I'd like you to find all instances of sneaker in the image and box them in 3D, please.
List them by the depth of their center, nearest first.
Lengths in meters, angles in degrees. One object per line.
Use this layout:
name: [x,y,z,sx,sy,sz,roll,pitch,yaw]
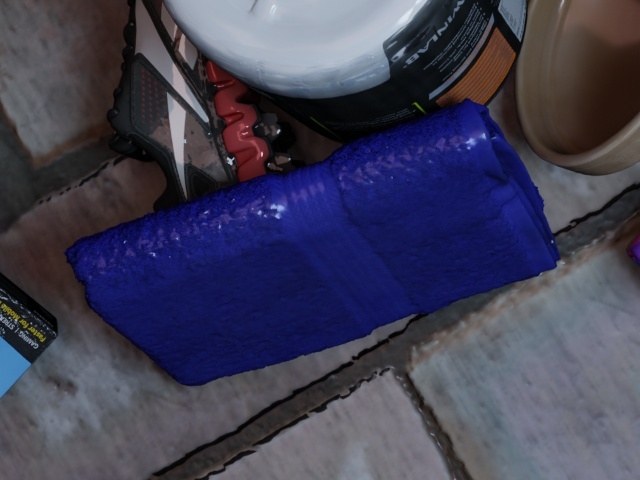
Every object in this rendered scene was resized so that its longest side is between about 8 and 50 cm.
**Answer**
sneaker: [-0.113,-0.131,1.442,0.135,0.097,0.276,-21,81,8]

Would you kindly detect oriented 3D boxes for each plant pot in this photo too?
plant pot: [0.245,-0.150,1.327,0.109,0.237,0.237,18,88,-23]

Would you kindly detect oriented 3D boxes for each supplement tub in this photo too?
supplement tub: [0.027,-0.175,1.290,0.207,0.338,0.207,-2,83,13]

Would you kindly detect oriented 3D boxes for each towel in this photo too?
towel: [0.000,0.000,1.344,0.308,0.228,0.076,-19,61,11]

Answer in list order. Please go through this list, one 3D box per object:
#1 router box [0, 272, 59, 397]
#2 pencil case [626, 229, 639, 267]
router box: [-0.310,0.058,1.455,0.179,0.046,0.133,41,95,-16]
pencil case: [0.317,-0.047,1.333,0.104,0.104,0.236,38,92,14]
